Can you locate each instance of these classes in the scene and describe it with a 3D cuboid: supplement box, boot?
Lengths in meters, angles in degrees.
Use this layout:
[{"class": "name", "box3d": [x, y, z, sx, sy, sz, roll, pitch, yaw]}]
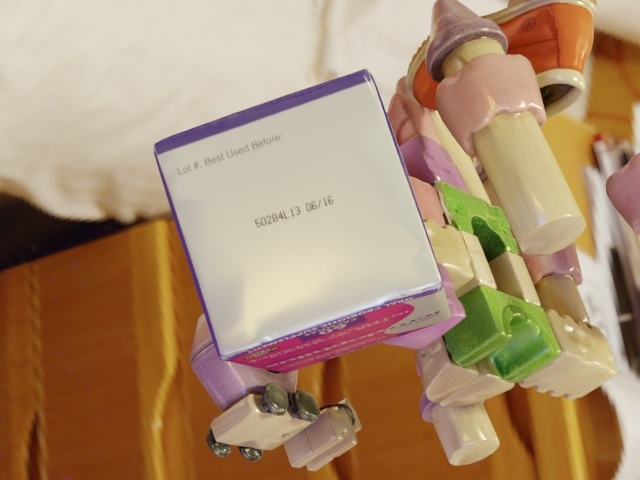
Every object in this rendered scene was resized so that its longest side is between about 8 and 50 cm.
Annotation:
[{"class": "supplement box", "box3d": [0.000, 0.000, 0.788, 0.220, 0.111, 0.114, 40, 31, -82]}, {"class": "boot", "box3d": [0.117, -0.109, 1.003, 0.059, 0.158, 0.085, 21, 60, -36]}]

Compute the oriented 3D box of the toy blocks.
[{"class": "toy blocks", "box3d": [0.078, -0.018, 1.066, 0.288, 0.309, 0.260, 19, 42, -48]}]
